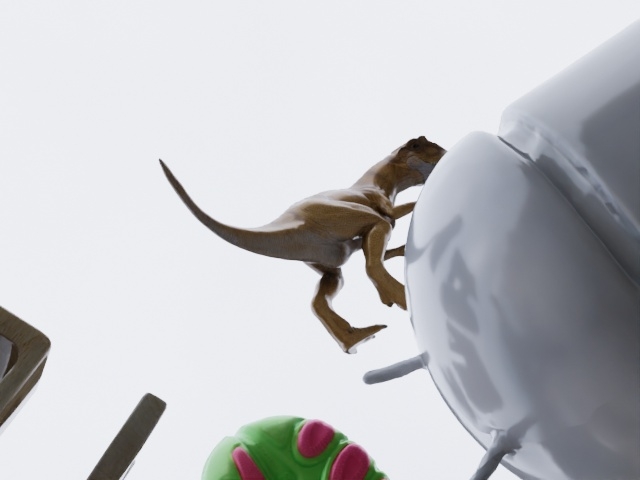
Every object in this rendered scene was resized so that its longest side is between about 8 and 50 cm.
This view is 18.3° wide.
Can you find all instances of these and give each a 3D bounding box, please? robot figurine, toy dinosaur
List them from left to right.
[{"bbox_3d":[0.000,0.000,1.036,0.211,0.112,0.064,-19,-18,-50],"label":"toy dinosaur"},{"bbox_3d":[0.186,-0.009,0.916,0.353,0.300,0.199,-34,-74,-5],"label":"robot figurine"}]

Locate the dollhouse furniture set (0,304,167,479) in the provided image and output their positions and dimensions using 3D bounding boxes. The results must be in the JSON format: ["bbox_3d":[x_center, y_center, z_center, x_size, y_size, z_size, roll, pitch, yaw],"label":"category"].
[{"bbox_3d":[-0.221,0.125,0.963,0.374,0.152,0.201,34,-43,2],"label":"dollhouse furniture set"}]

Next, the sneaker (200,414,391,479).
[{"bbox_3d":[0.062,0.362,1.592,0.185,0.482,0.202,-24,-16,-24],"label":"sneaker"}]
